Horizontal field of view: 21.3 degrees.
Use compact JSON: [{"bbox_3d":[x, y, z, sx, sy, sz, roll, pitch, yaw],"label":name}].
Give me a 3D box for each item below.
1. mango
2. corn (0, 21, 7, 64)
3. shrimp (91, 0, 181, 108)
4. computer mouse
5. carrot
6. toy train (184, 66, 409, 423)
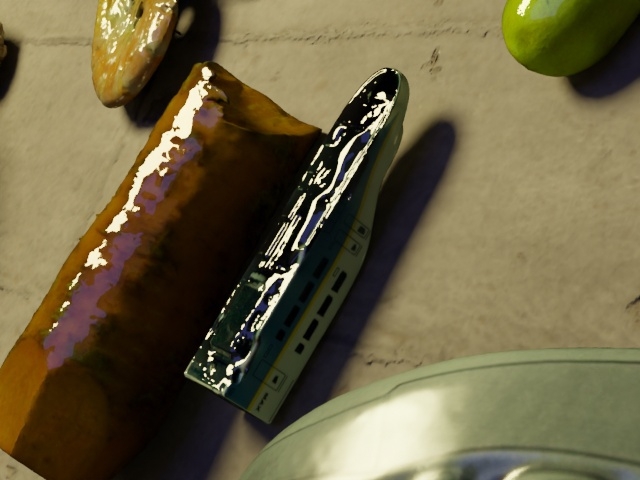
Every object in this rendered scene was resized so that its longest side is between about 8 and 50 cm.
[{"bbox_3d":[0.154,-0.144,1.001,0.108,0.056,0.073,-36,44,7],"label":"mango"},{"bbox_3d":[-0.390,-0.193,1.606,0.290,0.098,0.098,10,72,51],"label":"corn"},{"bbox_3d":[-0.140,-0.198,1.363,0.115,0.051,0.217,-32,42,37],"label":"shrimp"},{"bbox_3d":[0.065,0.148,0.840,0.371,0.122,0.188,-13,55,39],"label":"computer mouse"},{"bbox_3d":[-0.110,0.023,1.129,0.114,0.114,0.302,20,78,52],"label":"carrot"},{"bbox_3d":[0.000,0.000,1.069,0.052,0.051,0.234,19,75,52],"label":"toy train"}]
